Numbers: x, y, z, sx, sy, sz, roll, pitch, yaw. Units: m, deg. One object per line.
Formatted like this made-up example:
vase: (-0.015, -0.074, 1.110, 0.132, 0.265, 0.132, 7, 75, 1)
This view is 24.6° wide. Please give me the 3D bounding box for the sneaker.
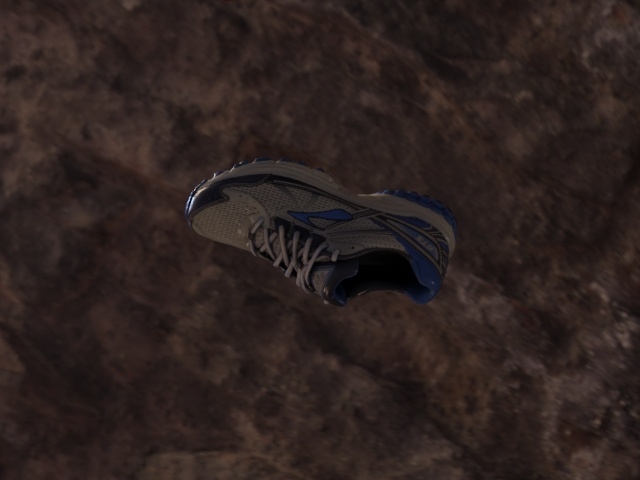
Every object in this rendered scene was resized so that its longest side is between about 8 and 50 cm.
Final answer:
sneaker: (0.000, 0.000, 0.715, 0.135, 0.052, 0.058, 8, -131, -2)
